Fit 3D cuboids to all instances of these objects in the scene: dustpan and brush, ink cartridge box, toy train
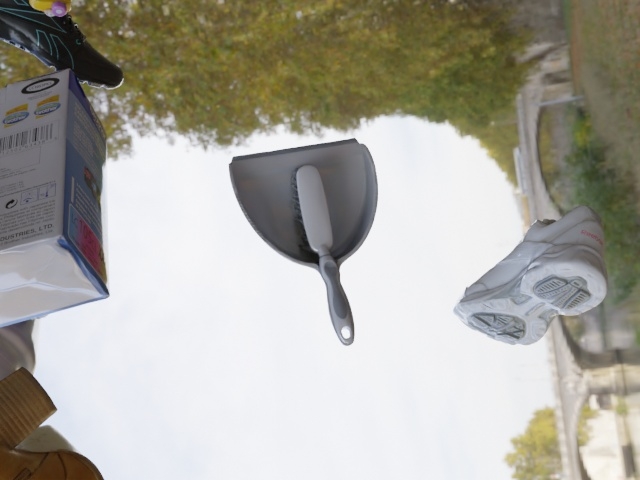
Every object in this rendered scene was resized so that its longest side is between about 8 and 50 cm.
[{"bbox_3d":[0.000,0.000,0.757,0.060,0.147,0.211,131,128,-75],"label":"dustpan and brush"},{"bbox_3d":[-0.449,-0.079,1.098,0.151,0.269,0.396,74,-178,-52],"label":"ink cartridge box"},{"bbox_3d":[-0.366,-0.354,1.052,0.046,0.166,0.125,119,170,-58],"label":"toy train"}]

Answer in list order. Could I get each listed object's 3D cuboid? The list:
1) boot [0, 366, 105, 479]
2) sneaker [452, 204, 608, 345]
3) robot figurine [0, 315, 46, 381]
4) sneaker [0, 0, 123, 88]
[{"bbox_3d":[-0.353,0.287,0.838,0.211,0.104,0.295,-41,-41,-28],"label":"boot"},{"bbox_3d":[0.231,0.037,0.839,0.090,0.232,0.115,33,-121,-11],"label":"sneaker"},{"bbox_3d":[-0.555,0.130,1.258,0.353,0.299,0.200,-111,-3,-53],"label":"robot figurine"},{"bbox_3d":[-0.420,-0.329,1.209,0.267,0.106,0.101,28,-173,-25],"label":"sneaker"}]
